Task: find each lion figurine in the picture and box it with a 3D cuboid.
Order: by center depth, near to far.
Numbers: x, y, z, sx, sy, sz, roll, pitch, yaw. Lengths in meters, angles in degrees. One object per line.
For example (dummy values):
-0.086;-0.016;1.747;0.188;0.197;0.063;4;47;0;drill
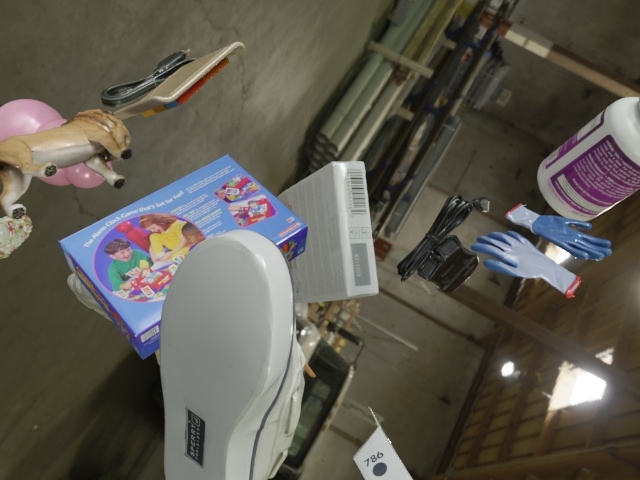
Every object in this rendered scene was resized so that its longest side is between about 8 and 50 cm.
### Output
-0.565;-0.188;1.222;0.392;0.240;0.142;-19;139;-47;lion figurine

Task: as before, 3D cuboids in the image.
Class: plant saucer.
-0.042;0.343;1.571;0.013;0.083;0.083;-38;171;-8;plant saucer

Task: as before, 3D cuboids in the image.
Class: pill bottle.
0.597;-0.176;1.145;0.169;0.169;0.301;-57;-176;-35;pill bottle

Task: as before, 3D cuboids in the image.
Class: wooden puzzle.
-0.288;-0.320;1.180;0.221;0.044;0.238;1;-140;49;wooden puzzle

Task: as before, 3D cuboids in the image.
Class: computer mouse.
0.227;-0.001;0.989;0.184;0.060;0.262;-52;149;13;computer mouse

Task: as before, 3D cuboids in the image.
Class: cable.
-0.384;-0.378;1.384;0.287;0.139;0.072;-47;157;-29;cable

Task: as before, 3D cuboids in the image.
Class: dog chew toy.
-0.704;-0.241;1.516;0.206;0.332;0.206;23;90;-81;dog chew toy

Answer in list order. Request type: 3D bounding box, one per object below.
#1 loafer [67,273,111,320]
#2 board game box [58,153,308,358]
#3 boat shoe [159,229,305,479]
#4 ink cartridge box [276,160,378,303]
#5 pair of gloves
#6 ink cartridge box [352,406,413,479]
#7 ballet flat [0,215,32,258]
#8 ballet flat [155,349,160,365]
-0.385;0.132;1.202;0.319;0.111;0.112;49;49;-51;loafer
-0.228;0.010;0.998;0.347;0.233;0.078;-33;152;-29;board game box
-0.052;0.103;0.414;0.088;0.096;0.267;-28;135;-48;boat shoe
0.000;0.000;1.435;0.385;0.091;0.308;160;-75;-64;ink cartridge box
0.324;0.009;0.834;0.198;0.159;0.023;-32;140;-37;pair of gloves
0.134;0.388;0.762;0.065;0.165;0.332;-31;-152;-4;ink cartridge box
-0.783;0.016;1.314;0.241;0.091;0.077;-35;179;-12;ballet flat
-0.264;0.243;1.061;0.052;0.168;0.057;-37;-154;5;ballet flat
